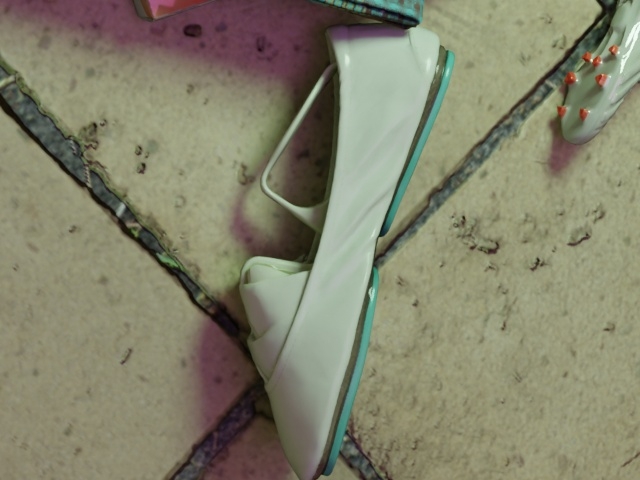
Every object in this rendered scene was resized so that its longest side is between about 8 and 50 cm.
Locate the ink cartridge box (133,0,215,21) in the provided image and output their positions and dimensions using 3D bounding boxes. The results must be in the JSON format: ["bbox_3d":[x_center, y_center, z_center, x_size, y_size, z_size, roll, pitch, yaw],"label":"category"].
[{"bbox_3d":[-0.104,-0.286,1.588,0.145,0.045,0.179,-22,110,-21],"label":"ink cartridge box"}]

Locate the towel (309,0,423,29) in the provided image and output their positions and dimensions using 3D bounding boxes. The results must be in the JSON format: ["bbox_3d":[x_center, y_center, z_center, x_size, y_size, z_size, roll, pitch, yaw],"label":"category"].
[{"bbox_3d":[-0.065,-0.339,1.563,0.370,0.040,0.271,13,77,-25],"label":"towel"}]

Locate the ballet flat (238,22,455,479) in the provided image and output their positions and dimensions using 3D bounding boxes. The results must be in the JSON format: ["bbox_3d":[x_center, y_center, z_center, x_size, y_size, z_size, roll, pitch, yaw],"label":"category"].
[{"bbox_3d":[0.000,0.000,1.650,0.139,0.139,0.400,18,87,-26],"label":"ballet flat"}]

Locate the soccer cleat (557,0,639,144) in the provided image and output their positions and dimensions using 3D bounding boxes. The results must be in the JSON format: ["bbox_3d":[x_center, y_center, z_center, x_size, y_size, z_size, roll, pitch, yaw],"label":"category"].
[{"bbox_3d":[0.285,-0.170,1.774,0.076,0.068,0.196,29,83,-29],"label":"soccer cleat"}]
